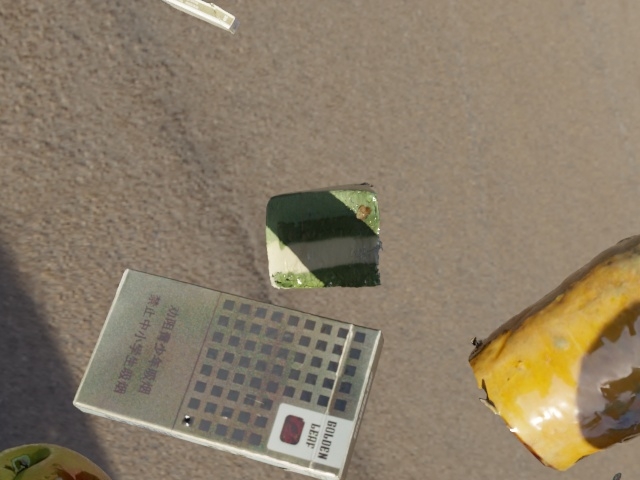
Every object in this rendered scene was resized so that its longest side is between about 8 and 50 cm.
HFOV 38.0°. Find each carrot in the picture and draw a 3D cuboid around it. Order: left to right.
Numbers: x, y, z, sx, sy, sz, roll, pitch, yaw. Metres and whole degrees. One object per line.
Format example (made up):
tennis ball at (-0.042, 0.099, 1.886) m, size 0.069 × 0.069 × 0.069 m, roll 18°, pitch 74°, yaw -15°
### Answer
carrot at (0.374, 0.127, 1.131) m, size 0.224 × 0.341 × 0.224 m, roll 48°, pitch 16°, yaw -18°

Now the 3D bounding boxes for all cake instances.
cake at (0.002, 0.000, 1.382) m, size 0.283 × 0.172 × 0.157 m, roll -127°, pitch -150°, yaw -86°

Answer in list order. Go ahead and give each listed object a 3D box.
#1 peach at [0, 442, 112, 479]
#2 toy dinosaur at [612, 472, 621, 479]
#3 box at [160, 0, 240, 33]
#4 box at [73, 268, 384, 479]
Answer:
peach at (-0.328, 0.357, 1.080) m, size 0.231 × 0.231 × 0.230 m, roll 3°, pitch 86°, yaw -48°
toy dinosaur at (0.341, 0.355, 0.950) m, size 0.142 × 0.057 × 0.212 m, roll 12°, pitch 98°, yaw -13°
box at (-0.242, -0.424, 1.657) m, size 0.198 × 0.109 × 0.029 m, roll 23°, pitch 96°, yaw -3°
box at (-0.105, 0.153, 1.086) m, size 0.047 × 0.325 × 0.180 m, roll 80°, pitch 26°, yaw -65°
